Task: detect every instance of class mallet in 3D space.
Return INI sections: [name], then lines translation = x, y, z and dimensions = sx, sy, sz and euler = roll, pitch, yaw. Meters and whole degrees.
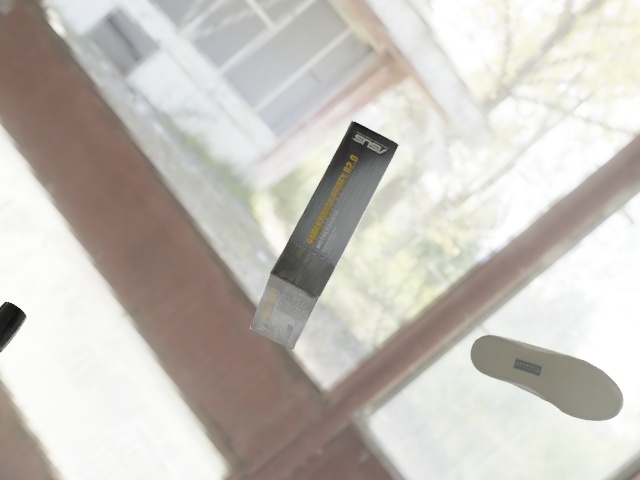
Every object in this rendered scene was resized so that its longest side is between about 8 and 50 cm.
[mallet]
translation = -0.452, 0.061, 1.924
dimensions = 0.190, 0.062, 0.039
euler = 40, -24, 6

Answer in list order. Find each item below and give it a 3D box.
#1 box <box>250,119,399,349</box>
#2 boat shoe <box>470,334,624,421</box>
[box]
translation = 0.000, 0.000, 1.593
dimensions = 0.056, 0.183, 0.231
euler = 28, -18, 1
[boat shoe]
translation = 0.260, 0.155, 1.744
dimensions = 0.184, 0.066, 0.063
euler = 14, 5, 25
